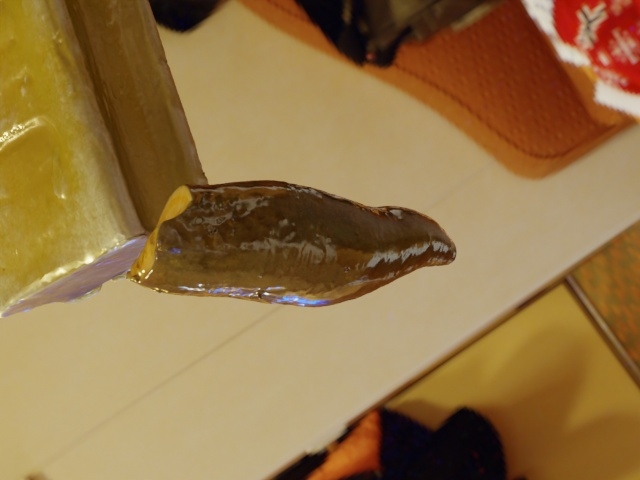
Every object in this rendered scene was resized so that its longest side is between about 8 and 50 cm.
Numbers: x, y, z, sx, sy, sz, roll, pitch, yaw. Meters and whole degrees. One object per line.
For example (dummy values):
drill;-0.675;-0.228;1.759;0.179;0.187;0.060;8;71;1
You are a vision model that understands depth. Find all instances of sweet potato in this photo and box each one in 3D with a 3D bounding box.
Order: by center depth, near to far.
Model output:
sweet potato;0.000;0.000;0.735;0.077;0.243;0.077;0;90;56

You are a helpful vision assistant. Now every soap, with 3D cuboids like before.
soap;-0.277;-0.116;1.268;0.293;0.156;0.335;-23;84;41
